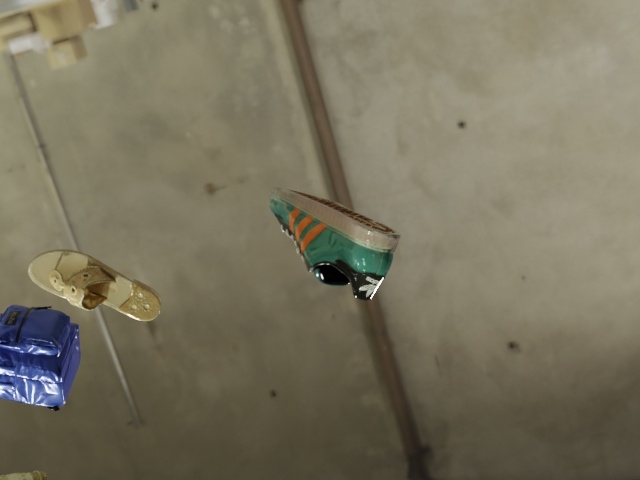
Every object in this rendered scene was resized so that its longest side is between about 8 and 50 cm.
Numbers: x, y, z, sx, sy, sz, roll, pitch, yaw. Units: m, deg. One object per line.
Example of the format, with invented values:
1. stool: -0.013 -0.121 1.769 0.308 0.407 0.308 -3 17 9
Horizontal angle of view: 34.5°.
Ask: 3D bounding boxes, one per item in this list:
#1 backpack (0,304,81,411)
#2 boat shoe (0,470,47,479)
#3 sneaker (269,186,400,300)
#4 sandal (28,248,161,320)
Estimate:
1. backpack: -0.344 0.125 1.179 0.120 0.101 0.098 5 -150 1
2. boat shoe: -0.481 0.470 1.618 0.089 0.285 0.104 -11 -132 -31
3. sneaker: 0.000 0.000 1.603 0.108 0.121 0.302 13 -170 -36
4. sandal: -0.390 0.083 1.774 0.240 0.088 0.079 21 -170 -9
